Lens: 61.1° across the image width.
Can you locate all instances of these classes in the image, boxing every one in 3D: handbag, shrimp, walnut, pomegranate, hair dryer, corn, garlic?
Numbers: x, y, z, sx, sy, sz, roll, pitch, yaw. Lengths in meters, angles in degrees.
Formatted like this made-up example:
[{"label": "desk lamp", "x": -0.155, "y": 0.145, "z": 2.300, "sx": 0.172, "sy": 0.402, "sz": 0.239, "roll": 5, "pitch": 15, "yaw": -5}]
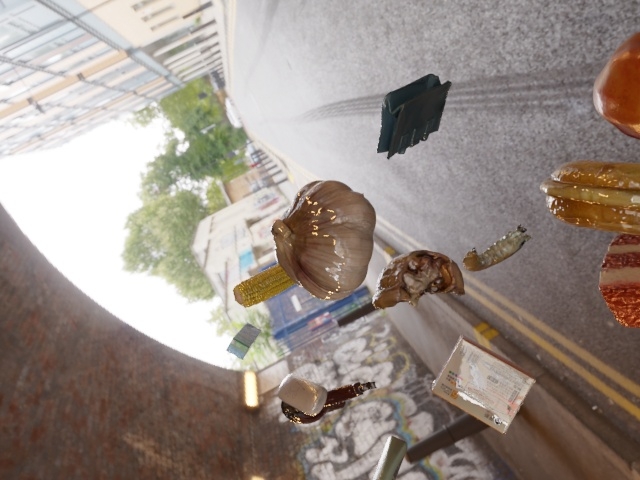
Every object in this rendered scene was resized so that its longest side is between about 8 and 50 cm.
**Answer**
[{"label": "handbag", "x": 0.234, "y": -0.312, "z": 1.372, "sx": 0.062, "sy": 0.229, "sz": 0.179, "roll": 35, "pitch": 140, "yaw": 27}, {"label": "shrimp", "x": 0.581, "y": 0.043, "z": 1.881, "sx": 0.068, "sy": 0.286, "sz": 0.185, "roll": 61, "pitch": 147, "yaw": 29}, {"label": "walnut", "x": 0.243, "y": 0.101, "z": 1.428, "sx": 0.204, "sy": 0.237, "sz": 0.142, "roll": 134, "pitch": 126, "yaw": -77}, {"label": "pomegranate", "x": 0.614, "y": -0.286, "z": 0.990, "sx": 0.209, "sy": 0.209, "sz": 0.209, "roll": 63, "pitch": 177, "yaw": 6}, {"label": "hair dryer", "x": 0.070, "y": 0.509, "z": 1.775, "sx": 0.312, "sy": 0.340, "sz": 0.123, "roll": 13, "pitch": -122, "yaw": -50}, {"label": "corn", "x": -0.139, "y": 0.118, "z": 1.550, "sx": 0.081, "sy": 0.248, "sz": 0.081, "roll": 25, "pitch": 127, "yaw": 38}, {"label": "garlic", "x": 0.015, "y": -0.001, "z": 1.397, "sx": 0.321, "sy": 0.241, "sz": 0.322, "roll": 19, "pitch": 122, "yaw": 34}]

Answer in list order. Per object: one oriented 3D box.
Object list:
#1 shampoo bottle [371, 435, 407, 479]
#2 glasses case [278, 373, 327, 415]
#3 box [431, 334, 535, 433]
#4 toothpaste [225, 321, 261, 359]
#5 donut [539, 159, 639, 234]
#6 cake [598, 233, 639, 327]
[{"label": "shampoo bottle", "x": 0.200, "y": 0.846, "z": 1.841, "sx": 0.078, "sy": 0.360, "sz": 0.134, "roll": 20, "pitch": 143, "yaw": 17}, {"label": "glasses case", "x": -0.056, "y": 0.454, "z": 1.605, "sx": 0.059, "sy": 0.092, "sz": 0.233, "roll": 34, "pitch": 164, "yaw": -24}, {"label": "box", "x": 0.538, "y": 0.475, "z": 1.807, "sx": 0.273, "sy": 0.221, "sz": 0.091, "roll": 31, "pitch": -172, "yaw": 13}, {"label": "toothpaste", "x": -0.252, "y": 0.332, "z": 1.810, "sx": 0.065, "sy": 0.050, "sz": 0.266, "roll": 32, "pitch": -177, "yaw": 1}, {"label": "donut", "x": 0.868, "y": -0.133, "z": 1.582, "sx": 0.449, "sy": 0.448, "sz": 0.198, "roll": -128, "pitch": 42, "yaw": -75}, {"label": "cake", "x": 1.243, "y": 0.155, "z": 2.052, "sx": 0.269, "sy": 0.320, "sz": 0.270, "roll": -8, "pitch": 124, "yaw": 50}]
